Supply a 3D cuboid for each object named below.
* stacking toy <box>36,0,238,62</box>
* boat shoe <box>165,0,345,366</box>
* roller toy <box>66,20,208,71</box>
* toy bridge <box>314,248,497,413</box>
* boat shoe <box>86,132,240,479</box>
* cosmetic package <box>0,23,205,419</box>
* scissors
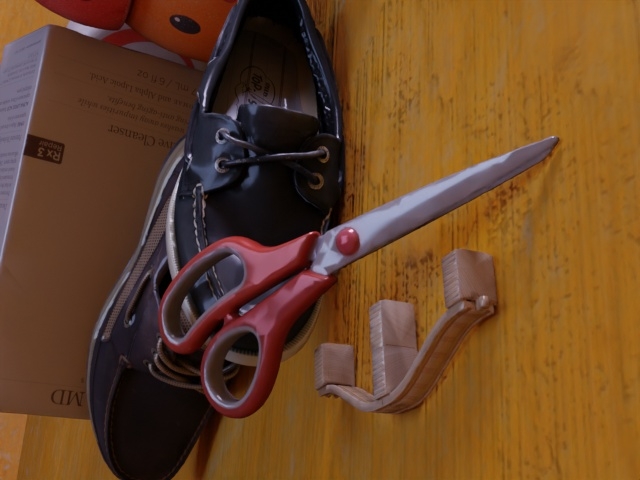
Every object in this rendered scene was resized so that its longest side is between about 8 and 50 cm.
[{"bbox_3d":[-0.267,-0.327,0.842,0.350,0.479,0.351,177,90,-71],"label":"stacking toy"},{"bbox_3d":[-0.040,-0.074,0.688,0.113,0.127,0.340,109,170,-50],"label":"boat shoe"},{"bbox_3d":[-0.231,-0.217,1.156,0.191,0.209,0.146,-41,31,9],"label":"roller toy"},{"bbox_3d":[0.045,0.067,0.535,0.188,0.026,0.063,137,137,-56],"label":"toy bridge"},{"bbox_3d":[-0.127,0.072,0.820,0.130,0.132,0.356,-136,59,-65],"label":"boat shoe"},{"bbox_3d":[-0.255,-0.008,0.974,0.156,0.217,0.385,0,81,54],"label":"cosmetic package"},{"bbox_3d":[0.000,0.000,0.536,0.297,0.021,0.109,-44,63,31],"label":"scissors"}]
